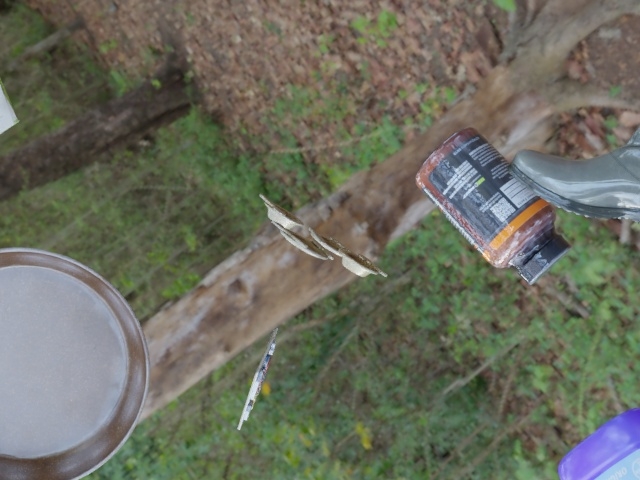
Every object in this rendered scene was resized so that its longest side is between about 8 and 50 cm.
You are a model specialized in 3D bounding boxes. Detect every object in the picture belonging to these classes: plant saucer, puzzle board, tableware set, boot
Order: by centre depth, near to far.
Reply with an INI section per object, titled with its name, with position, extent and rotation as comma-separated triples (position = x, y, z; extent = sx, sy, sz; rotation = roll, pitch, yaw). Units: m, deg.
[plant saucer]
position = -0.200, 0.086, 0.601
extent = 0.168, 0.168, 0.029
rotation = 56, 179, -11
[boot]
position = 0.341, -0.099, 0.953
extent = 0.246, 0.083, 0.161
rotation = 19, 115, 7
[tableware set]
position = 0.000, 0.000, 1.074
extent = 0.168, 0.020, 0.141
rotation = 25, -170, -35
[puzzle board]
position = -0.089, 0.201, 1.284
extent = 0.011, 0.096, 0.128
rotation = 20, 128, 2

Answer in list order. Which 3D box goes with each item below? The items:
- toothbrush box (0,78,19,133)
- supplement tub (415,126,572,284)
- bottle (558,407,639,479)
[toothbrush box]
position = -0.499, -0.184, 0.944
extent = 0.283, 0.206, 0.122
rotation = 40, 156, 23
[supplement tub]
position = 0.216, -0.039, 1.099
extent = 0.198, 0.106, 0.106
rotation = 49, 166, 14
[bottle]
position = 0.308, 0.277, 0.712
extent = 0.118, 0.092, 0.283
rotation = -53, 50, 36
